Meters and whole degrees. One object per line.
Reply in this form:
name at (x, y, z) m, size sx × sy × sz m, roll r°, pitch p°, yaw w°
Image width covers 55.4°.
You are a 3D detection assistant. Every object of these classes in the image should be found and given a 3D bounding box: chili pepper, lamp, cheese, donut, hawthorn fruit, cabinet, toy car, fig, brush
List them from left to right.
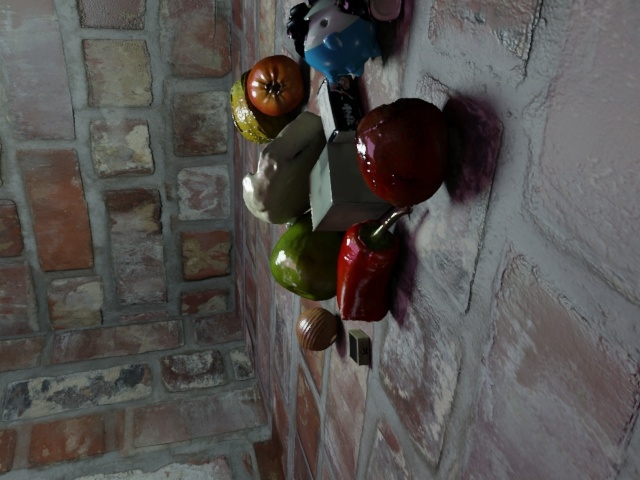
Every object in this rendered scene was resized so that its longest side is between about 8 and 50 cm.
donut at (-0.214, -0.457, 2.131) m, size 0.107 × 0.272 × 0.271 m, roll -20°, pitch 71°, yaw 32°
hawthorn fruit at (-0.147, -0.511, 2.013) m, size 0.225 × 0.197 × 0.196 m, roll -98°, pitch 7°, yaw -75°
cheese at (-0.072, -0.189, 1.647) m, size 0.115 × 0.318 × 0.326 m, roll 33°, pitch 112°, yaw 21°
lamp at (-0.010, 0.272, 1.866) m, size 0.136 × 0.137 × 0.136 m, roll 175°, pitch 90°, yaw -74°
fig at (0.006, 0.030, 1.691) m, size 0.233 × 0.314 × 0.233 m, roll 31°, pitch 145°, yaw 25°
toy car at (0.043, -0.456, 1.354) m, size 0.190 × 0.189 × 0.255 m, roll 54°, pitch -162°, yaw -30°
cabinet at (0.068, -0.118, 1.423) m, size 0.206 × 0.150 × 0.144 m, roll 129°, pitch 138°, yaw -69°
chili pepper at (0.109, 0.026, 1.363) m, size 0.131 × 0.135 × 0.338 m, roll -93°, pitch 7°, yaw -51°
brush at (0.128, -0.597, 1.223) m, size 0.067 × 0.072 × 0.312 m, roll -101°, pitch 10°, yaw -76°
hawthorn fruit at (0.157, -0.141, 1.107) m, size 0.181 × 0.181 × 0.235 m, roll -128°, pitch 18°, yaw -63°

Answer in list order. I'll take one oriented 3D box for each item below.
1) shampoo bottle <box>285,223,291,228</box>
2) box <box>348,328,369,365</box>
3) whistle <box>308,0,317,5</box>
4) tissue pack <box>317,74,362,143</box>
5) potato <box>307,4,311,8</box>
shampoo bottle at (-0.104, -0.096, 2.241) m, size 0.152 × 0.045 × 0.077 m, roll 115°, pitch 146°, yaw -63°
box at (0.104, 0.288, 1.642) m, size 0.083 × 0.035 × 0.079 m, roll -151°, pitch 58°, yaw -72°
whistle at (-0.048, -0.765, 1.792) m, size 0.304 × 0.062 × 0.062 m, roll -113°, pitch 23°, yaw -48°
tissue pack at (0.051, -0.323, 1.532) m, size 0.103 × 0.091 × 0.170 m, roll 126°, pitch 135°, yaw -65°
potato at (-0.047, -0.651, 1.792) m, size 0.149 × 0.081 × 0.120 m, roll 103°, pitch 154°, yaw -48°
